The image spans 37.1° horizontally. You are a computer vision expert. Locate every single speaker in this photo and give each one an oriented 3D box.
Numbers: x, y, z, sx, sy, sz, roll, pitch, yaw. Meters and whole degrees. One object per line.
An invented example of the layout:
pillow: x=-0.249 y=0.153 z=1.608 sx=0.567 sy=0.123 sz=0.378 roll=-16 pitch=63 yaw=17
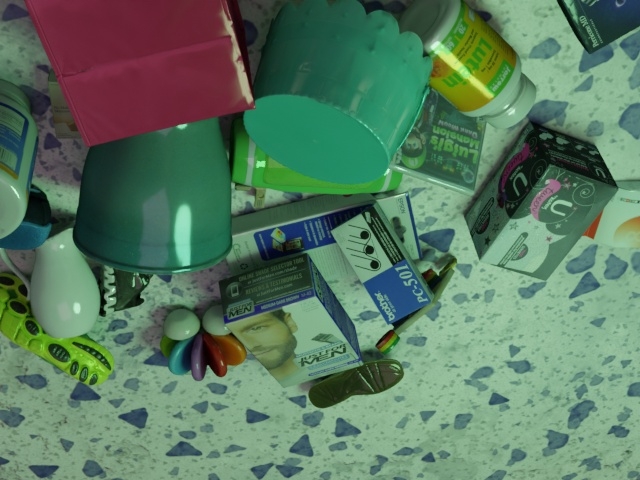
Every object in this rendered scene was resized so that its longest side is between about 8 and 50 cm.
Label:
speaker: x=-0.008 y=-0.150 z=1.670 sx=0.297 sy=0.131 sz=0.131 roll=2 pitch=130 yaw=-10

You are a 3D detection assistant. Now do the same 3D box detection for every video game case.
video game case: x=0.200 y=-0.186 z=1.658 sx=0.190 sy=0.173 sz=0.022 roll=17 pitch=168 yaw=-22

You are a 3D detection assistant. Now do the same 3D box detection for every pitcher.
pitcher: x=-0.507 y=0.073 z=1.780 sx=0.178 sy=0.125 sz=0.207 roll=-3 pitch=105 yaw=13

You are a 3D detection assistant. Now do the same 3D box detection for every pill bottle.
pill bottle: x=-0.529 y=-0.137 z=1.507 sx=0.152 sy=0.272 sz=0.152 roll=-5 pitch=131 yaw=-5
pill bottle: x=0.245 y=-0.291 z=1.577 sx=0.246 sy=0.136 sz=0.136 roll=34 pitch=119 yaw=-31

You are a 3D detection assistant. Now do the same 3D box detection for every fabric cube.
fabric cube: x=-0.254 y=-0.329 z=1.397 sx=0.258 sy=0.254 sz=0.259 roll=-13 pitch=131 yaw=1

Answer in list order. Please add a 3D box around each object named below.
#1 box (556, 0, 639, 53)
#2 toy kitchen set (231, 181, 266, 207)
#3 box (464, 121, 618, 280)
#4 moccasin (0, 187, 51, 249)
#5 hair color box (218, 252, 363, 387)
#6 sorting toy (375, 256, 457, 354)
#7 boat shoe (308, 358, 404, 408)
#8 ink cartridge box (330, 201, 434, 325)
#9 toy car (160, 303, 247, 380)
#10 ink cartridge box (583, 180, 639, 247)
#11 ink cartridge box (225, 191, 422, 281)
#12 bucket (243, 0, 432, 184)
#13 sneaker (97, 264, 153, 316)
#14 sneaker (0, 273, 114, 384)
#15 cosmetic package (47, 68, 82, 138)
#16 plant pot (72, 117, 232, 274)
box: x=0.476 y=-0.424 z=1.515 sx=0.207 sy=0.108 sz=0.153 roll=-31 pitch=129 yaw=17
toy kitchen set: x=-0.141 y=-0.090 z=1.740 sx=0.083 sy=0.068 sz=0.075 roll=2 pitch=130 yaw=-10
box: x=0.408 y=-0.068 z=1.790 sx=0.163 sy=0.142 sz=0.247 roll=15 pitch=126 yaw=-21
moccasin: x=-0.646 y=-0.066 z=1.662 sx=0.342 sy=0.116 sz=0.137 roll=16 pitch=139 yaw=-26
hair color box: x=-0.051 y=0.168 z=1.893 sx=0.185 sy=0.110 sz=0.339 roll=-18 pitch=145 yaw=10
sorting toy: x=0.190 y=0.107 z=1.865 sx=0.046 sy=0.274 sz=0.132 roll=44 pitch=128 yaw=-2
boat shoe: x=0.079 y=0.305 z=2.113 sx=0.224 sy=0.073 sz=0.080 roll=-23 pitch=106 yaw=15
ink cartridge box: x=0.115 y=0.042 z=1.757 sx=0.097 sy=0.046 sz=0.207 roll=-30 pitch=94 yaw=17
toy car: x=-0.238 y=0.226 z=1.953 sx=0.182 sy=0.136 sz=0.159 roll=-6 pitch=131 yaw=-3
ink cartridge box: x=0.582 y=-0.051 z=1.897 sx=0.179 sy=0.045 sz=0.145 roll=-3 pitch=130 yaw=-10
ink cartridge box: x=0.000 y=0.000 z=1.841 sx=0.371 sy=0.069 sz=0.175 roll=-12 pitch=131 yaw=6
bucket: x=0.021 y=-0.225 z=1.495 sx=0.281 sy=0.183 sz=0.281 roll=18 pitch=157 yaw=8
sneaker: x=-0.369 y=0.040 z=1.818 sx=0.106 sy=0.078 sz=0.234 roll=-5 pitch=125 yaw=-25
sneaker: x=-0.544 y=0.185 z=1.883 sx=0.295 sy=0.123 sz=0.109 roll=45 pitch=70 yaw=-17
cosmetic package: x=-0.419 y=-0.228 z=1.597 sx=0.060 sy=0.041 sz=0.115 roll=-3 pitch=131 yaw=-6
plant pot: x=-0.272 y=-0.117 z=1.586 sx=0.272 sy=0.271 sz=0.255 roll=3 pitch=116 yaw=-11
